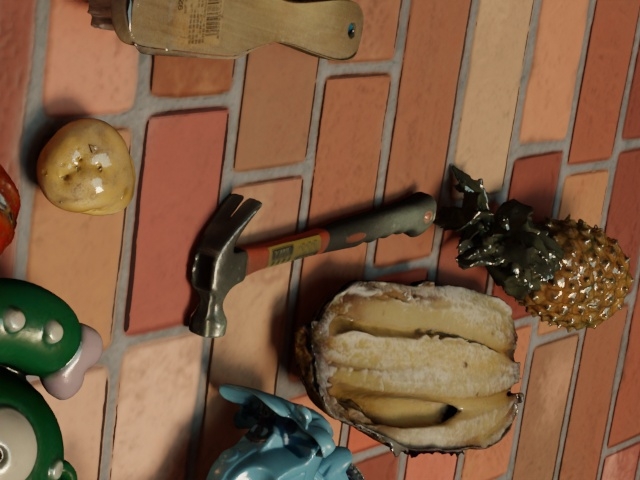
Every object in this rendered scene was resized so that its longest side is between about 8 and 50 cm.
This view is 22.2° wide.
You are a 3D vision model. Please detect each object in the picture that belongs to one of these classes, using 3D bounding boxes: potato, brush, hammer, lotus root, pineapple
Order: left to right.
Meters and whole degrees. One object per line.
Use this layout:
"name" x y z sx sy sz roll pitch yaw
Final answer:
"potato" -0.162 -0.049 1.153 0.068 0.062 0.083 -51 163 1
"brush" -0.067 -0.170 1.217 0.327 0.065 0.070 -5 104 -59
"hammer" 0.001 0.000 1.386 0.287 0.033 0.111 -15 118 -47
"lotus root" 0.071 0.119 1.498 0.329 0.078 0.167 14 72 -50
"pineapple" 0.204 0.014 1.577 0.251 0.125 0.125 26 86 -47

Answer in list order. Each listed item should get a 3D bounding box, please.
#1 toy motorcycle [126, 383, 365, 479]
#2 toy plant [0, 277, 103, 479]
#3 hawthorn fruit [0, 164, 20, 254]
"toy motorcycle" -0.077 0.219 1.316 0.272 0.123 0.182 -31 113 -31
"toy plant" -0.252 0.139 1.082 0.243 0.112 0.233 -2 106 -44
"hawthorn fruit" -0.240 -0.024 1.047 0.093 0.093 0.093 -24 124 -42
